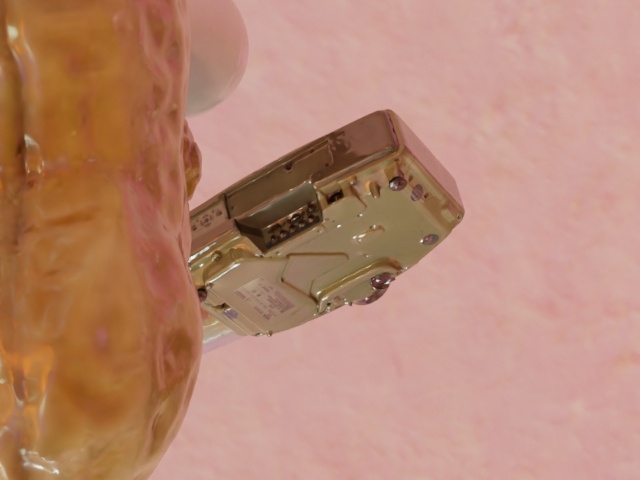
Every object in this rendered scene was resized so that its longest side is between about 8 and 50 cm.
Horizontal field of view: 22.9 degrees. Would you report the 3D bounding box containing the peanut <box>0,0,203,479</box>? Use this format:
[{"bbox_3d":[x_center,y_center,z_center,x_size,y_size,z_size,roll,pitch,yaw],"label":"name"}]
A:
[{"bbox_3d":[-0.116,-0.030,0.646,0.147,0.147,0.306,2,77,-35],"label":"peanut"}]

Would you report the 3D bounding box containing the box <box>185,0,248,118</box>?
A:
[{"bbox_3d":[-0.220,-0.209,1.315,0.141,0.288,0.349,-65,167,4],"label":"box"}]

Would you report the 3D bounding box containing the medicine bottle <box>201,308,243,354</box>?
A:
[{"bbox_3d":[-0.144,0.089,1.940,0.426,0.108,0.108,-25,135,27],"label":"medicine bottle"}]

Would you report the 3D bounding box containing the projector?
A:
[{"bbox_3d":[0.000,0.000,1.530,0.269,0.088,0.193,-28,141,17],"label":"projector"}]

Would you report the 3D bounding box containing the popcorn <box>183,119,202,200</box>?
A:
[{"bbox_3d":[-0.244,-0.093,1.903,0.200,0.203,0.226,-16,136,-3],"label":"popcorn"}]
